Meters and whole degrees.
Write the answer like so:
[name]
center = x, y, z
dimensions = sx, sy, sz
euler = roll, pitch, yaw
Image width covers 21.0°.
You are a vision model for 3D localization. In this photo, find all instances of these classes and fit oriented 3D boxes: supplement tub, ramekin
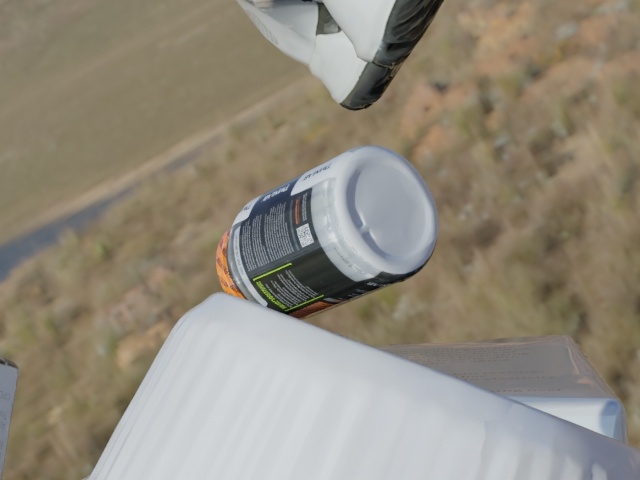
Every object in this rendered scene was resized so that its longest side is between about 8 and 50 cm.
[supplement tub]
center = 0.000, 0.000, 1.461
dimensions = 0.190, 0.117, 0.117
euler = -23, 15, 49
[ramekin]
center = 0.030, 0.117, 0.771
dimensions = 0.127, 0.273, 0.273
euler = -69, 21, -3

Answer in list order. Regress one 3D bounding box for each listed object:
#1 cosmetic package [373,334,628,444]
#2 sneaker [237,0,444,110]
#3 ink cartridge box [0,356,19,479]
[cosmetic package]
center = 0.068, 0.262, 1.367
dimensions = 0.329, 0.327, 0.393
euler = -4, 4, 4
[sneaker]
center = -0.042, -0.196, 0.805
dimensions = 0.169, 0.257, 0.447
euler = -59, 1, 2
[ink cartridge box]
center = -0.301, 0.221, 0.947
dimensions = 0.303, 0.072, 0.307
euler = -10, 67, 40
